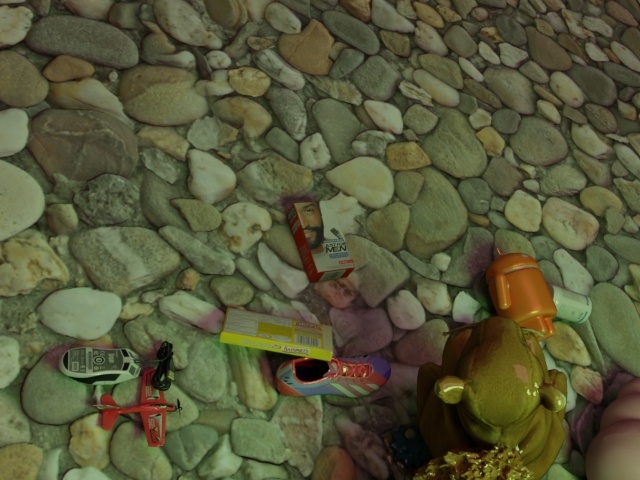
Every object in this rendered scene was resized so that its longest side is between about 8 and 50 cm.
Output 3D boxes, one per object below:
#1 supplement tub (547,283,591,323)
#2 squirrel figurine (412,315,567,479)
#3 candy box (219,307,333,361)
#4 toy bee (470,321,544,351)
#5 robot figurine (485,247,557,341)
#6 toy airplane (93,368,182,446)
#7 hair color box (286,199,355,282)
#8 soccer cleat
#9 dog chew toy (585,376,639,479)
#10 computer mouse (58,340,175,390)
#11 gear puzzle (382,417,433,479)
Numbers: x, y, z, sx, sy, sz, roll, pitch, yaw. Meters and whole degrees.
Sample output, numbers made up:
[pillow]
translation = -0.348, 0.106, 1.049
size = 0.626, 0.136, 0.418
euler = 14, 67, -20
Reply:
[supplement tub]
translation = 0.573, 0.149, 1.713
size = 0.107, 0.071, 0.071
euler = 19, 54, -14
[squirrel figurine]
translation = 0.285, 0.319, 1.196
size = 0.281, 0.370, 0.396
euler = 9, 65, 10
[candy box]
translation = -0.080, 0.174, 1.357
size = 0.206, 0.027, 0.105
euler = 11, 18, -4
[toy bee]
translation = 0.412, 0.280, 1.499
size = 0.298, 0.162, 0.195
euler = 43, 50, 4
[robot figurine]
translation = 0.446, 0.120, 1.633
size = 0.158, 0.128, 0.219
euler = -8, 63, -15
[toy airplane]
translation = -0.308, 0.287, 1.233
size = 0.151, 0.028, 0.151
euler = 15, 43, -15
[hair color box]
translation = 0.000, 0.000, 1.546
size = 0.093, 0.053, 0.167
euler = -7, 63, -28
[soccer cleat]
translation = 0.034, 0.250, 1.378
size = 0.248, 0.095, 0.083
euler = 1, 60, -25
[dog chew toy]
translation = 0.674, 0.417, 1.522
size = 0.207, 0.206, 0.332
euler = 38, 43, 0
[computer mouse]
translation = -0.346, 0.216, 1.248
size = 0.193, 0.042, 0.106
euler = 4, 37, -19
[gear puzzle]
translation = 0.261, 0.485, 1.370
size = 0.176, 0.044, 0.338
euler = -19, 70, -33
